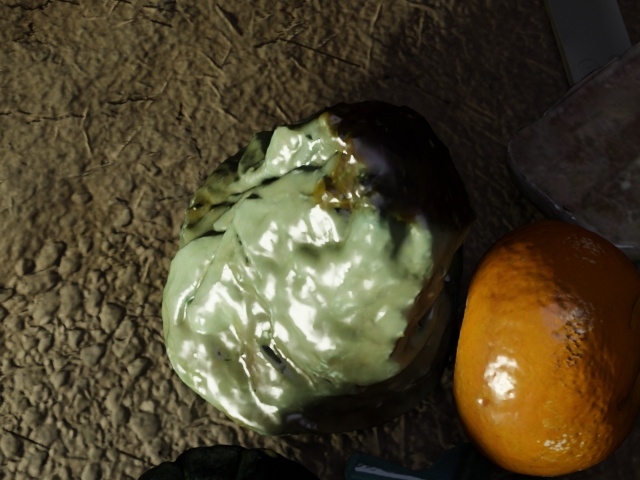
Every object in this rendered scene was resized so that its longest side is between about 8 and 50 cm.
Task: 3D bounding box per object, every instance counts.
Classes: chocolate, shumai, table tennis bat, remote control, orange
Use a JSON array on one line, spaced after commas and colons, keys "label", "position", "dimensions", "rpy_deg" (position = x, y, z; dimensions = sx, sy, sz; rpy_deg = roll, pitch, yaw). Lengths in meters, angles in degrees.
[{"label": "chocolate", "position": [0.328, -0.089, 1.268], "dimensions": [0.303, 0.100, 0.185], "rpy_deg": [-34, 66, -26]}, {"label": "shumai", "position": [0.000, 0.000, 1.146], "dimensions": [0.304, 0.263, 0.309], "rpy_deg": [-26, 71, -16]}, {"label": "table tennis bat", "position": [0.120, 0.230, 1.175], "dimensions": [0.201, 0.033, 0.124], "rpy_deg": [14, 52, 4]}, {"label": "remote control", "position": [0.293, -0.195, 1.377], "dimensions": [0.077, 0.022, 0.244], "rpy_deg": [-8, 68, -10]}, {"label": "orange", "position": [0.205, 0.096, 1.138], "dimensions": [0.170, 0.224, 0.224], "rpy_deg": [8, 67, 5]}]

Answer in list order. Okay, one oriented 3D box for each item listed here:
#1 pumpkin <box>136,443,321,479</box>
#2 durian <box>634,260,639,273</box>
[{"label": "pumpkin", "position": [-0.075, 0.277, 1.078], "dimensions": [0.221, 0.162, 0.220], "rpy_deg": [0, 69, 1]}, {"label": "durian", "position": [0.387, 0.054, 1.212], "dimensions": [0.196, 0.185, 0.305], "rpy_deg": [12, 52, 14]}]
